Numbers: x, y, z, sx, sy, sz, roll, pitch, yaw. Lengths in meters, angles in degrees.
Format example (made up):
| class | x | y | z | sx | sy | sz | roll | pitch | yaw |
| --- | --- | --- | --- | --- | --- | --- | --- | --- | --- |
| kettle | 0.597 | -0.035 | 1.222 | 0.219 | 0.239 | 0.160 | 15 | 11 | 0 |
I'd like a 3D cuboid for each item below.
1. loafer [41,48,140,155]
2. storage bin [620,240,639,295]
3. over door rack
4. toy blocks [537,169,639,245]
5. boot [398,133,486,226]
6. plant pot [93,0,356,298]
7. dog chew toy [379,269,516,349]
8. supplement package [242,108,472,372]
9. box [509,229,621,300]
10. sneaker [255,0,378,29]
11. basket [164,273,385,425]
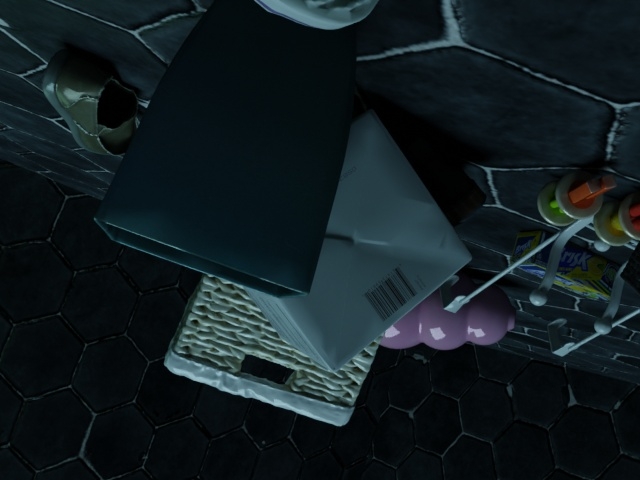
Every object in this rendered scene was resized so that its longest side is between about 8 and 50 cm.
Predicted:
| class | x | y | z | sx | sy | sz | roll | pitch | yaw |
| --- | --- | --- | --- | --- | --- | --- | --- | --- | --- |
| loafer | -0.305 | -0.176 | 0.991 | 0.087 | 0.094 | 0.251 | 22 | 171 | 8 |
| storage bin | 0.409 | 0.049 | 0.715 | 0.122 | 0.084 | 0.180 | 20 | -162 | -7 |
| over door rack | 0.352 | 0.088 | 0.955 | 0.239 | 0.108 | 0.324 | 23 | 150 | -19 |
| toy blocks | 0.308 | -0.040 | 0.711 | 0.123 | 0.054 | 0.148 | 19 | 171 | -4 |
| boot | 0.117 | -0.084 | 0.857 | 0.106 | 0.082 | 0.219 | 48 | 173 | -15 |
| plant pot | -0.062 | -0.087 | 0.599 | 0.166 | 0.234 | 0.165 | 21 | 171 | -9 |
| dog chew toy | 0.246 | 0.142 | 1.488 | 0.332 | 0.206 | 0.206 | 7 | 167 | 19 |
| supplement package | 0.000 | 0.000 | 0.830 | 0.198 | 0.199 | 0.263 | 54 | 168 | -9 |
| box | 0.372 | 0.039 | 1.045 | 0.169 | 0.054 | 0.059 | 21 | 170 | -19 |
| sneaker | -0.096 | -0.215 | 0.386 | 0.282 | 0.102 | 0.161 | 35 | 168 | -25 |
| basket | -0.060 | 0.099 | 1.238 | 0.328 | 0.266 | 0.331 | 20 | -160 | -6 |
